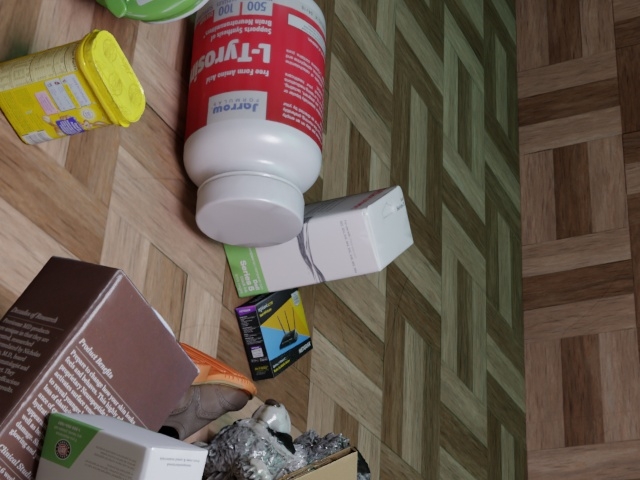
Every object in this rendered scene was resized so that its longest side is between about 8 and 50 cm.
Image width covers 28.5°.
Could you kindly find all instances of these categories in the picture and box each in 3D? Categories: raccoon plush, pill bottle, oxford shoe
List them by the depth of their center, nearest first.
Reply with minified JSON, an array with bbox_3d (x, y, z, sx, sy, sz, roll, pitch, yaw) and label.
[{"bbox_3d":[-0.205,0.230,1.878,0.133,0.130,0.363,-63,157,-3],"label":"oxford shoe"},{"bbox_3d":[-0.065,0.472,1.960,0.299,0.216,0.447,6,75,-57],"label":"raccoon plush"},{"bbox_3d":[-0.108,-0.207,2.094,0.229,0.229,0.408,43,42,-53],"label":"pill bottle"}]

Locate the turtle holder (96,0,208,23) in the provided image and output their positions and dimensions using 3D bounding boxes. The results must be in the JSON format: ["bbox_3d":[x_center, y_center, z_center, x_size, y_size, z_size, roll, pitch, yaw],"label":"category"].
[{"bbox_3d":[-0.276,-0.472,1.892,0.320,0.243,0.227,38,9,4],"label":"turtle holder"}]

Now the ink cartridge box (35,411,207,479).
[{"bbox_3d":[-0.222,0.303,1.299,0.092,0.160,0.219,15,87,-51],"label":"ink cartridge box"}]

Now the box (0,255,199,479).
[{"bbox_3d":[-0.322,0.221,1.395,0.381,0.143,0.191,-54,133,-26],"label":"box"}]

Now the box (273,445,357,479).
[{"bbox_3d":[-0.011,0.425,1.903,0.164,0.021,0.201,-18,119,-36],"label":"box"}]

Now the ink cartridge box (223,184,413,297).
[{"bbox_3d":[0.000,0.000,2.191,0.198,0.272,0.115,-35,112,-64],"label":"ink cartridge box"}]

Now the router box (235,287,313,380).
[{"bbox_3d":[-0.080,0.157,2.227,0.179,0.046,0.133,-31,108,-65],"label":"router box"}]

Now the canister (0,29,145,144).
[{"bbox_3d":[-0.335,-0.197,1.661,0.126,0.169,0.073,63,28,-32],"label":"canister"}]
